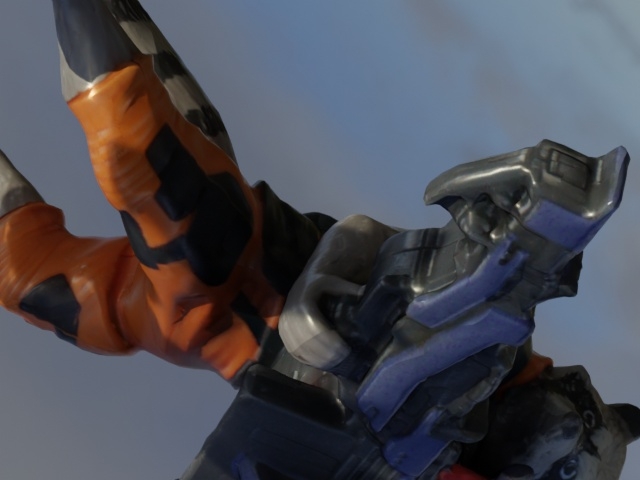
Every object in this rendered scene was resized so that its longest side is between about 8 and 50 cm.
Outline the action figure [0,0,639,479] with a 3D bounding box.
[{"bbox_3d":[0.000,0.000,0.773,0.330,0.341,0.178,38,-134,-7],"label":"action figure"}]
